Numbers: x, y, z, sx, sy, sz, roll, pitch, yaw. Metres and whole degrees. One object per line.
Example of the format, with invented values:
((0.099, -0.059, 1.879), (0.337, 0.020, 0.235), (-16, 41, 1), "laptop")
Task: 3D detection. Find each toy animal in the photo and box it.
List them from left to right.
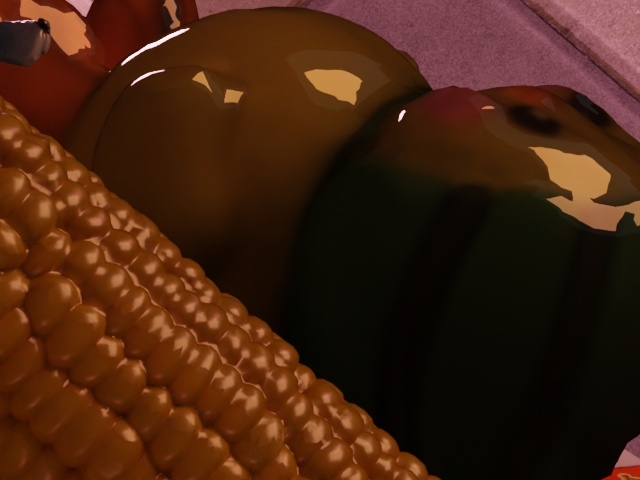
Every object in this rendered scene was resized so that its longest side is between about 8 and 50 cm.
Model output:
((0.001, 0.003, 0.628), (0.338, 0.191, 0.216), (21, 20, 25), "toy animal")

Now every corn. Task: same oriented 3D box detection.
((-0.057, 0.052, 0.406), (0.310, 0.101, 0.101), (40, 5, -7), "corn")

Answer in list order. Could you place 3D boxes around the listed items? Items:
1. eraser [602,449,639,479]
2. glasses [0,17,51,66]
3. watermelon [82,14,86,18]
((0.230, 0.221, 1.133), (0.157, 0.038, 0.230), (-2, 17, -26), "eraser")
((-0.187, -0.138, 0.465), (0.220, 0.088, 0.189), (22, -5, 20), "glasses")
((-0.176, -0.126, 1.218), (0.245, 0.063, 0.119), (36, -8, -27), "watermelon")
